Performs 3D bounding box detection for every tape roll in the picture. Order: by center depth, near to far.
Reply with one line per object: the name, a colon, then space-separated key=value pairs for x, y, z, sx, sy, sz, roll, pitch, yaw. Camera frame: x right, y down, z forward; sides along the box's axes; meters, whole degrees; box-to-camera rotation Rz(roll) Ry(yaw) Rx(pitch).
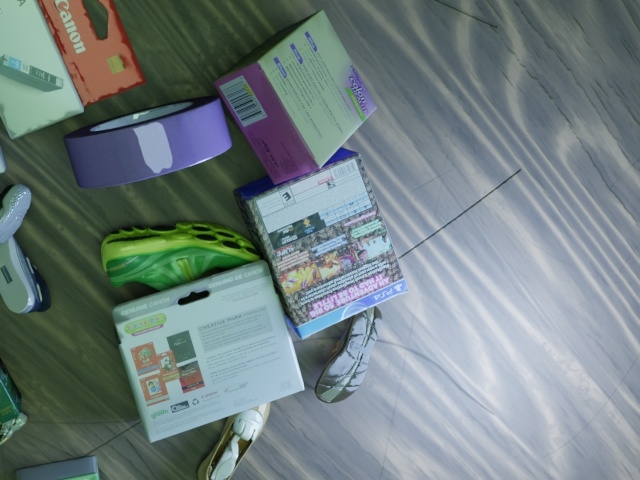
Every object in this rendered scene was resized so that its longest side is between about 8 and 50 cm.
tape roll: x=-0.295 y=-0.172 z=1.678 sx=0.274 sy=0.275 sz=0.090 roll=-17 pitch=106 yaw=-12

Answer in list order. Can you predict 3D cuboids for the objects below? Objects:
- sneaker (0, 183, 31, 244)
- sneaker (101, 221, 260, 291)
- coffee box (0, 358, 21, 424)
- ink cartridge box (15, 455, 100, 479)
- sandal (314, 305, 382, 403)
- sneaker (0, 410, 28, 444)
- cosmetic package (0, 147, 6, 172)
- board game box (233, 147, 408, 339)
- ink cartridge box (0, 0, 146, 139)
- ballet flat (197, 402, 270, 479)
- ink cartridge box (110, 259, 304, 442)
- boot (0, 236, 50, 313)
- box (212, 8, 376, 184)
sneaker: x=-0.630 y=-0.025 z=1.678 sx=0.153 sy=0.101 sz=0.268 roll=43 pitch=98 yaw=0
sneaker: x=-0.261 y=0.036 z=1.830 sx=0.295 sy=0.109 sz=0.124 roll=0 pitch=117 yaw=-14
coffee box: x=-0.599 y=0.232 z=1.757 sx=0.040 sy=0.113 sz=0.184 roll=-26 pitch=108 yaw=-11
ink cartridge box: x=-0.488 y=0.537 z=1.856 sx=0.154 sy=0.093 sz=0.212 roll=-8 pitch=104 yaw=-15
sandal: x=0.053 y=0.227 z=1.969 sx=0.090 sy=0.060 sz=0.219 roll=28 pitch=78 yaw=-24
sneaker: x=-0.589 y=0.352 z=1.829 sx=0.083 sy=0.032 sz=0.037 roll=-44 pitch=95 yaw=-9
cosmetic package: x=-0.674 y=-0.144 z=1.680 sx=0.231 sy=0.085 sz=0.117 roll=-19 pitch=105 yaw=-10
board game box: x=0.000 y=0.000 z=1.863 sx=0.232 sy=0.141 sz=0.291 roll=-23 pitch=106 yaw=-10
ink cartridge box: x=-0.478 y=-0.362 z=1.702 sx=0.261 sy=0.066 sz=0.296 roll=-24 pitch=106 yaw=-9
ballet flat: x=-0.162 y=0.400 z=1.930 sx=0.080 sy=0.073 sz=0.232 roll=29 pitch=91 yaw=-19
ink cartridge box: x=-0.219 y=0.193 z=1.845 sx=0.309 sy=0.130 sz=0.272 roll=-17 pitch=104 yaw=-12
boot: x=-0.554 y=0.047 z=1.763 sx=0.069 sy=0.086 sz=0.190 roll=-25 pitch=79 yaw=11
box: x=-0.040 y=-0.260 z=1.750 sx=0.214 sy=0.117 sz=0.243 roll=59 pitch=42 yaw=-17
